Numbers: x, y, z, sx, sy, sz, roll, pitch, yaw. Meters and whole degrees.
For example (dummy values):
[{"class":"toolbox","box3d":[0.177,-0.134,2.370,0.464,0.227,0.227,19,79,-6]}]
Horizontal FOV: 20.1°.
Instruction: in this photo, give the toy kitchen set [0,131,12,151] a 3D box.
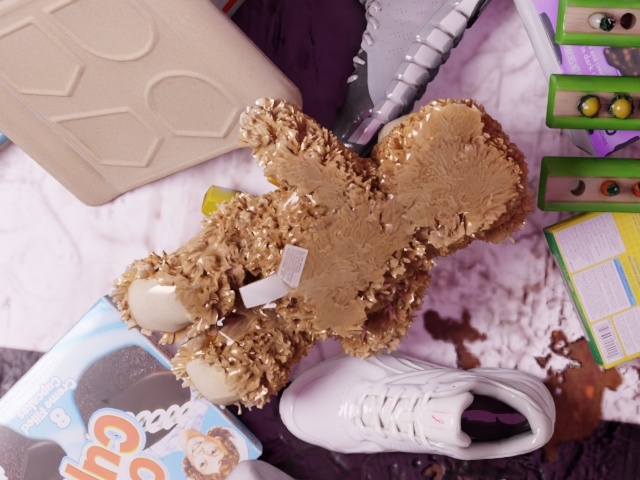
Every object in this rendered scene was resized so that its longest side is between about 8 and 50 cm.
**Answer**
[{"class":"toy kitchen set","box3d":[-0.343,-0.145,1.438,0.122,0.166,0.207,-42,91,0]}]

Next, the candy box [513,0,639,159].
[{"class":"candy box","box3d":[0.272,-0.186,1.468,0.196,0.070,0.165,-27,109,-3]}]

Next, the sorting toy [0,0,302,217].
[{"class":"sorting toy","box3d":[-0.131,-0.104,1.440,0.229,0.041,0.307,-22,130,32]}]

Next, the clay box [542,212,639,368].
[{"class":"clay box","box3d":[0.313,0.007,1.506,0.222,0.053,0.127,-21,92,-2]}]

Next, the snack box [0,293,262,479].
[{"class":"snack box","box3d":[-0.224,0.222,1.496,0.187,0.060,0.322,44,90,-2]}]

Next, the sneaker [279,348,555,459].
[{"class":"sneaker","box3d":[0.082,0.136,1.472,0.232,0.115,0.090,0,90,-1]}]

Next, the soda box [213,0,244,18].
[{"class":"soda box","box3d":[-0.090,-0.224,1.413,0.069,0.216,0.074,36,81,1]}]

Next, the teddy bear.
[{"class":"teddy bear","box3d":[0.000,0.000,1.417,0.245,0.113,0.338,36,105,-20]}]

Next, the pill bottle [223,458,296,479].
[{"class":"pill bottle","box3d":[-0.096,0.346,1.438,0.176,0.176,0.318,40,94,-1]}]

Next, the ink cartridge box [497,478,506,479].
[{"class":"ink cartridge box","box3d":[0.145,0.279,1.477,0.063,0.109,0.150,-14,91,0]}]

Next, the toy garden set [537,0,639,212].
[{"class":"toy garden set","box3d":[0.286,-0.136,1.420,0.204,0.049,0.244,1,105,-11]}]

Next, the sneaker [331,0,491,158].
[{"class":"sneaker","box3d":[0.042,-0.176,1.493,0.132,0.086,0.228,36,80,4]}]
